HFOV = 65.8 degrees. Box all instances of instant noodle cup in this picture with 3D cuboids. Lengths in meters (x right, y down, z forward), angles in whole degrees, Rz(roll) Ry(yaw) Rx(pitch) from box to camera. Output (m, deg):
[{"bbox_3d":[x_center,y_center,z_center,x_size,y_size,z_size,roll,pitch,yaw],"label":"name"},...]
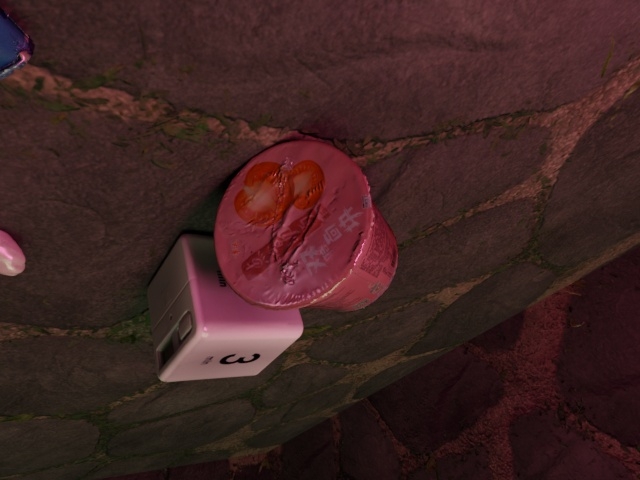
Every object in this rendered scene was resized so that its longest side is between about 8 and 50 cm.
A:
[{"bbox_3d":[0.000,0.000,0.765,0.243,0.243,0.231,-29,156,15],"label":"instant noodle cup"}]

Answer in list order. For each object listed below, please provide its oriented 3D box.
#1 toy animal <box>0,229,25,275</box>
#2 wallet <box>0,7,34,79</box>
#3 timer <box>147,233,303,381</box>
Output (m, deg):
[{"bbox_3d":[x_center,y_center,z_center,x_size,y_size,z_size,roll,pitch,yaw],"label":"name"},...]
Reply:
[{"bbox_3d":[-0.514,0.118,0.604,0.271,0.265,0.206,-25,148,12],"label":"toy animal"},{"bbox_3d":[-0.355,-0.198,0.387,0.141,0.059,0.202,-20,150,4],"label":"wallet"},{"bbox_3d":[-0.174,0.121,0.875,0.195,0.194,0.192,6,141,-38],"label":"timer"}]
